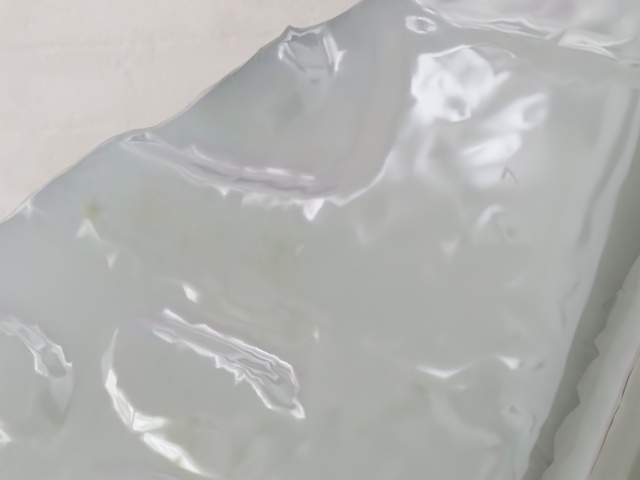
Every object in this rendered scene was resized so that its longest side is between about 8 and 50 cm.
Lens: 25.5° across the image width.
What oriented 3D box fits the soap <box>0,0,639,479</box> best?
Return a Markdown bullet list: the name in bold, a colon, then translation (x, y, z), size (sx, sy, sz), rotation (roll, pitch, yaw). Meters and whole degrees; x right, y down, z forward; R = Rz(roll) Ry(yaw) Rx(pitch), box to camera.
- **soap**: translation (0.000, 0.000, 0.445), size (0.258, 0.302, 0.159), rotation (21, 173, 34)
